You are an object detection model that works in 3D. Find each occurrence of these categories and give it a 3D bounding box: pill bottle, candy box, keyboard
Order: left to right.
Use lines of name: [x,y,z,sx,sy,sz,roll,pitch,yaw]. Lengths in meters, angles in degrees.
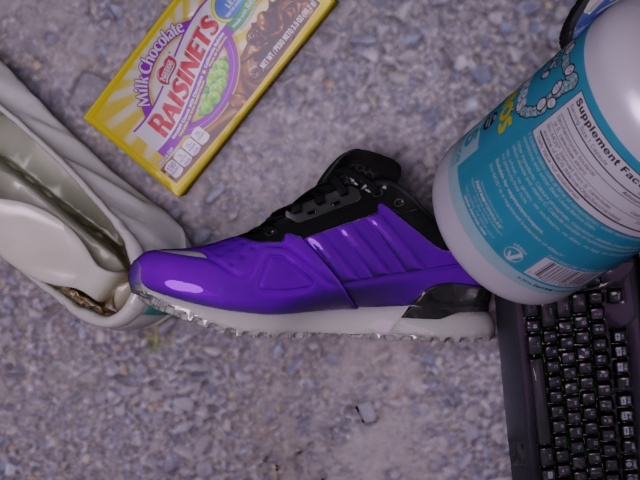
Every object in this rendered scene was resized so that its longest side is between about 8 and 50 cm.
candy box: [-0.091,-0.146,0.891,0.105,0.027,0.206,40,101,2]
pill bottle: [0.204,-0.069,0.752,0.146,0.146,0.264,45,139,-3]
keyboard: [0.257,0.168,0.905,0.202,0.033,0.317,-7,100,7]

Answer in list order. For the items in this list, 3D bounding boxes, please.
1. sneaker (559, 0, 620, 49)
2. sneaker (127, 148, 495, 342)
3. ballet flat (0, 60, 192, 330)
sneaker: [0.339,-0.168,0.790,0.330,0.130,0.147,-12,96,8]
sneaker: [0.000,0.000,0.848,0.293,0.102,0.146,4,91,-20]
ballet flat: [-0.275,-0.066,0.872,0.400,0.139,0.139,37,101,-1]
